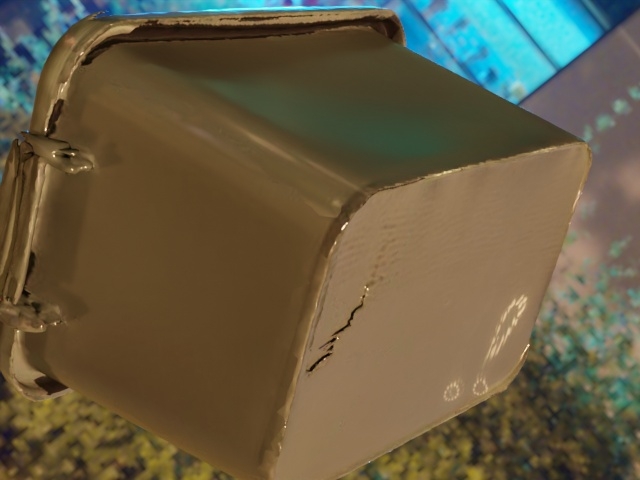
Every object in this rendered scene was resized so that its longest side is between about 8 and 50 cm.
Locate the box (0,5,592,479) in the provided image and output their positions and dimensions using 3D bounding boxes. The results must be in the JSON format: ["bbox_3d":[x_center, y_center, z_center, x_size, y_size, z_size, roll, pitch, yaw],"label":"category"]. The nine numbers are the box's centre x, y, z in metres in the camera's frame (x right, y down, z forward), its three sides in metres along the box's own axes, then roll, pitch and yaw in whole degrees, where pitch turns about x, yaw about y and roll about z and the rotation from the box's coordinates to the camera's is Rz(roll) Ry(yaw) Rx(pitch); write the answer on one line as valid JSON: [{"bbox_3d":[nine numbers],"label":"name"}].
[{"bbox_3d":[0.000,0.000,0.560,0.135,0.163,0.243,28,23,29],"label":"box"}]
